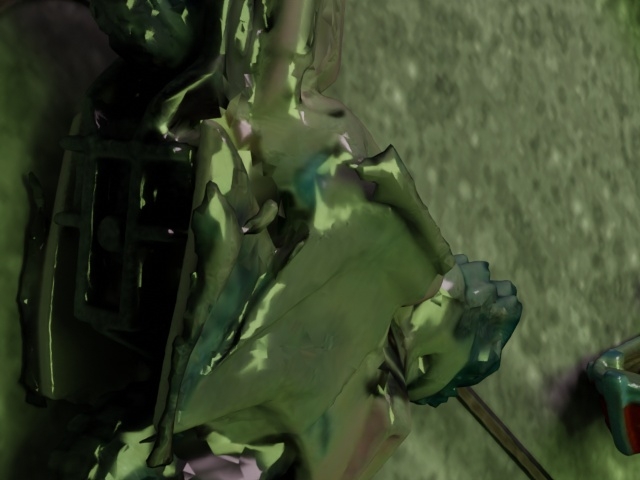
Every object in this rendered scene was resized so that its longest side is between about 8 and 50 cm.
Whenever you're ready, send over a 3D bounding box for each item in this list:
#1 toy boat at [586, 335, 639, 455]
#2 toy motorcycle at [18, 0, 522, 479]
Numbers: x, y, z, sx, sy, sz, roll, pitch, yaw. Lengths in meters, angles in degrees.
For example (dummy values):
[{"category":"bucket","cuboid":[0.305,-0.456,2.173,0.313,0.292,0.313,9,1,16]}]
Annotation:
[{"category":"toy boat","cuboid":[0.180,0.055,0.765,0.173,0.069,0.059,-21,116,-48]},{"category":"toy motorcycle","cuboid":[-0.004,-0.001,0.543,0.204,0.108,0.239,3,109,-44]}]
